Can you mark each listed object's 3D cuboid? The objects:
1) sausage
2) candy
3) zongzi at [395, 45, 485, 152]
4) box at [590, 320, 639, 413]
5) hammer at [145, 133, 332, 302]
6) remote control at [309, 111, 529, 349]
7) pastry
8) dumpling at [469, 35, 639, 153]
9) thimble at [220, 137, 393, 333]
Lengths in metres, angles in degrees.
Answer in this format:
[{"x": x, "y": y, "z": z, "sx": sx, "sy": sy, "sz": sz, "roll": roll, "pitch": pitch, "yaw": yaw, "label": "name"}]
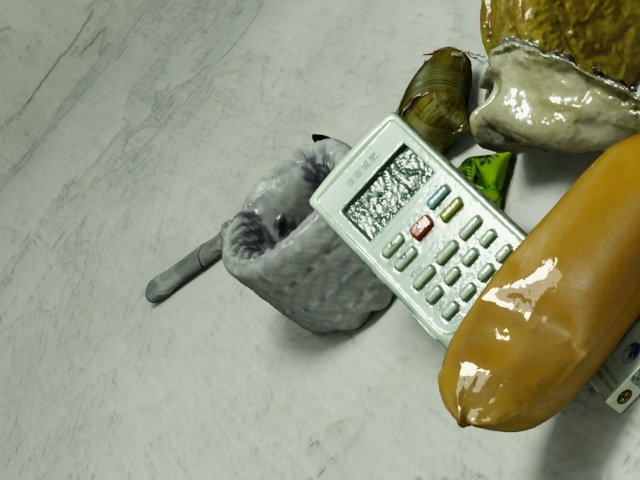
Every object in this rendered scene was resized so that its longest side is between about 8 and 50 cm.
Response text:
[{"x": 0.231, "y": 0.049, "z": 1.509, "sx": 0.134, "sy": 0.116, "sz": 0.354, "roll": 33, "pitch": 69, "yaw": 25, "label": "sausage"}, {"x": 0.160, "y": -0.042, "z": 1.866, "sx": 0.149, "sy": 0.069, "sz": 0.246, "roll": -32, "pitch": 11, "yaw": 21, "label": "candy"}, {"x": 0.126, "y": -0.154, "z": 2.111, "sx": 0.184, "sy": 0.084, "sz": 0.187, "roll": -49, "pitch": 13, "yaw": 34, "label": "zongzi"}, {"x": 0.286, "y": 0.112, "z": 1.489, "sx": 0.083, "sy": 0.024, "sz": 0.054, "roll": -48, "pitch": 22, "yaw": 9, "label": "box"}, {"x": -0.118, "y": -0.014, "z": 2.369, "sx": 0.427, "sy": 0.044, "sz": 0.152, "roll": -36, "pitch": 27, "yaw": 32, "label": "hammer"}, {"x": 0.131, "y": 0.011, "z": 1.693, "sx": 0.145, "sy": 0.050, "sz": 0.344, "roll": -48, "pitch": 52, "yaw": 5, "label": "remote control"}, {"x": 0.278, "y": -0.244, "z": 1.831, "sx": 0.188, "sy": 0.189, "sz": 0.103, "roll": -57, "pitch": 18, "yaw": -15, "label": "pastry"}, {"x": 0.236, "y": -0.135, "z": 1.753, "sx": 0.086, "sy": 0.166, "sz": 0.332, "roll": -56, "pitch": 25, "yaw": -15, "label": "dumpling"}, {"x": 0.000, "y": 0.000, "z": 1.998, "sx": 0.245, "sy": 0.157, "sz": 0.217, "roll": -10, "pitch": 45, "yaw": 55, "label": "thimble"}]
